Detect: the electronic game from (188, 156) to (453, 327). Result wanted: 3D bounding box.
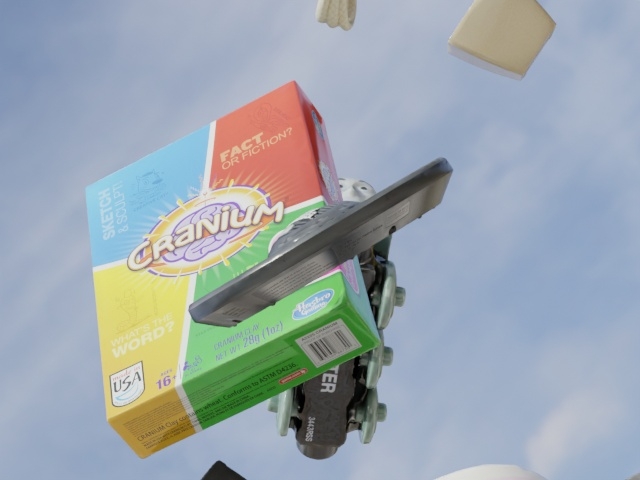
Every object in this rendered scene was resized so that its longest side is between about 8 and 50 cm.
[{"bbox_3d":[0.000,0.000,1.390,0.229,0.048,0.229,-30,1,0],"label":"electronic game"}]

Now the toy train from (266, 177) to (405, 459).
[{"bbox_3d":[0.013,0.089,2.083,0.142,0.190,0.334,4,-52,-4],"label":"toy train"}]

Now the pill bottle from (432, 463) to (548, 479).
[{"bbox_3d":[0.145,0.301,1.171,0.169,0.301,0.169,-13,-49,-15],"label":"pill bottle"}]

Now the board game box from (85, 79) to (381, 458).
[{"bbox_3d":[-0.090,0.019,1.668,0.242,0.317,0.064,-27,-49,11],"label":"board game box"}]

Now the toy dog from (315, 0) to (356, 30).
[{"bbox_3d":[0.125,-0.291,1.313,0.220,0.161,0.334,93,-163,-75],"label":"toy dog"}]

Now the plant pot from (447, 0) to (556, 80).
[{"bbox_3d":[0.221,-0.249,2.178,0.109,0.096,0.109,-55,-4,1],"label":"plant pot"}]

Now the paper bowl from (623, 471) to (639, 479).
[{"bbox_3d":[0.281,0.316,1.433,0.148,0.284,0.284,23,-68,-40],"label":"paper bowl"}]

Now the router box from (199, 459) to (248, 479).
[{"bbox_3d":[0.023,0.353,1.638,0.081,0.309,0.243,-49,-31,-18],"label":"router box"}]
